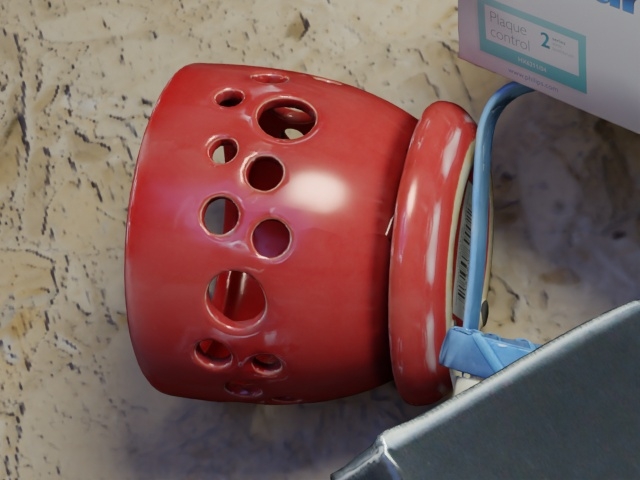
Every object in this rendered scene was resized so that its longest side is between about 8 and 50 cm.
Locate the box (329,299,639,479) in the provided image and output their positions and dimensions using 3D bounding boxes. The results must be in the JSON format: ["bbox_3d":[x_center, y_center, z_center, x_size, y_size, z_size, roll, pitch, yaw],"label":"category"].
[{"bbox_3d":[0.101,0.281,0.836,0.293,0.212,0.395,-41,79,39],"label":"box"}]

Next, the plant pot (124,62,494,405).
[{"bbox_3d":[0.000,0.000,1.092,0.174,0.191,0.191,5,73,16],"label":"plant pot"}]

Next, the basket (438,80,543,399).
[{"bbox_3d":[0.190,0.069,1.000,0.254,0.201,0.289,7,84,20],"label":"basket"}]

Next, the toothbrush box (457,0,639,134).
[{"bbox_3d":[0.242,-0.172,1.015,0.216,0.126,0.295,27,47,35],"label":"toothbrush box"}]
